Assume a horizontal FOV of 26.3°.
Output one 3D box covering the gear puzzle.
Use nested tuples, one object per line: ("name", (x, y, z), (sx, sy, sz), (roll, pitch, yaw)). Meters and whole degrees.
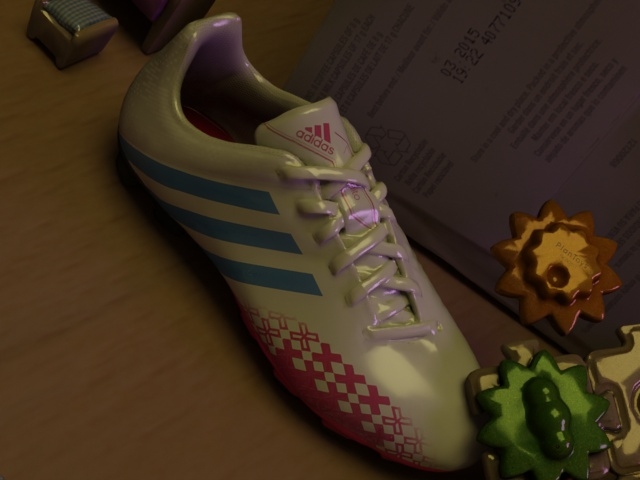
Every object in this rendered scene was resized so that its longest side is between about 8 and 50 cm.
("gear puzzle", (0.184, 0.133, 0.827), (0.176, 0.044, 0.338), (-7, 75, -15))

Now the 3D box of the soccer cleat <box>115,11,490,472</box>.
("soccer cleat", (0.000, 0.000, 0.853), (0.331, 0.143, 0.116), (46, 44, 9))

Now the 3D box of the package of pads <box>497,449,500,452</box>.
("package of pads", (0.142, 0.161, 0.890), (0.050, 0.032, 0.083), (18, 46, -18))

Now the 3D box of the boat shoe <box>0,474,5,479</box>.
("boat shoe", (-0.179, 0.155, 0.661), (0.081, 0.079, 0.227), (15, 53, -32))

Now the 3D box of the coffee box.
("coffee box", (0.218, -0.175, 1.003), (0.338, 0.337, 0.334), (35, 42, -2))

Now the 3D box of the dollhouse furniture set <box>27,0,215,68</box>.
("dollhouse furniture set", (-0.236, -0.252, 0.876), (0.286, 0.198, 0.303), (47, 44, 11))
